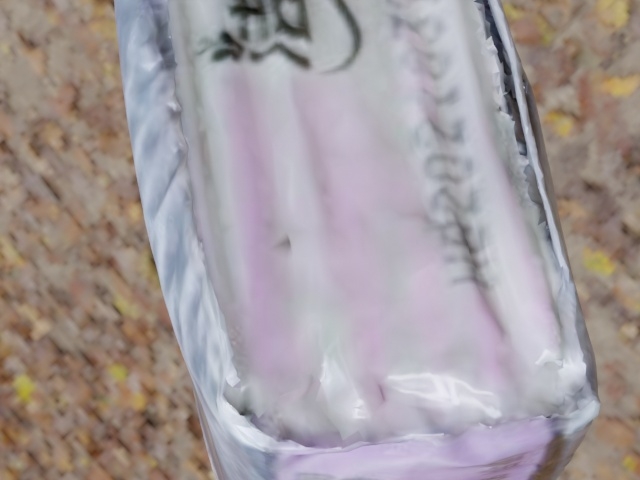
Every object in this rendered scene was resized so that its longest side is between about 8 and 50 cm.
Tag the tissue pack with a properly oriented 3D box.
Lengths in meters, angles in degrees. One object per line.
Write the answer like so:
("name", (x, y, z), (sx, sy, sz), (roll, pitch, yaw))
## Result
("tissue pack", (0.000, 0.000, 0.572), (0.361, 0.122, 0.259), (94, 165, -67))
